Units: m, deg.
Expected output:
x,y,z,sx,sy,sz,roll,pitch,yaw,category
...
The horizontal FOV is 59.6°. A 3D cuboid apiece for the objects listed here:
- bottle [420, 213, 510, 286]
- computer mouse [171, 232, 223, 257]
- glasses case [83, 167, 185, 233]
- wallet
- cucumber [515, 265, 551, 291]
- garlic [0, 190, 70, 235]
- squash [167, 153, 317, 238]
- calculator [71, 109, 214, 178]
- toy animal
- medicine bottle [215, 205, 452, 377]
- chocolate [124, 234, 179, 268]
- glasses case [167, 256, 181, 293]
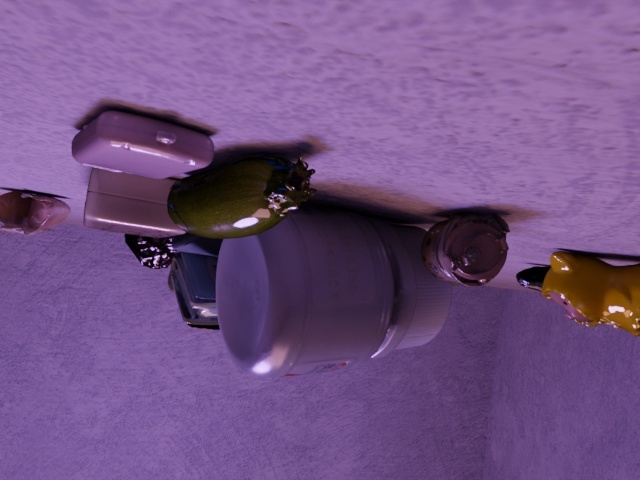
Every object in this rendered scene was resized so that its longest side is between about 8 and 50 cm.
x,y,z,sx,sy,sz,roll,pitch,yaw,category
0.191,0.012,0.725,0.099,0.098,0.152,8,177,-2,bottle
-0.185,-0.002,1.118,0.203,0.114,0.374,10,175,-24,computer mouse
-0.306,-0.052,0.908,0.144,0.076,0.336,10,175,-22,glasses case
-0.129,0.093,0.998,0.251,0.075,0.176,9,-155,-28,wallet
0.628,0.105,1.336,0.304,0.072,0.081,7,178,24,cucumber
-0.688,-0.074,1.316,0.175,0.099,0.124,12,-164,7,garlic
-0.099,-0.043,0.607,0.087,0.087,0.332,10,174,-31,squash
-0.166,-0.083,0.513,0.100,0.032,0.175,10,175,-33,calculator
0.513,0.090,0.979,0.230,0.156,0.156,18,-178,33,toy animal
0.020,0.072,0.849,0.307,0.244,0.245,0,180,-30,medicine bottle
-0.366,-0.017,1.353,0.133,0.156,0.156,-18,164,25,chocolate
-0.193,0.069,1.302,0.426,0.156,0.098,-2,148,37,glasses case
